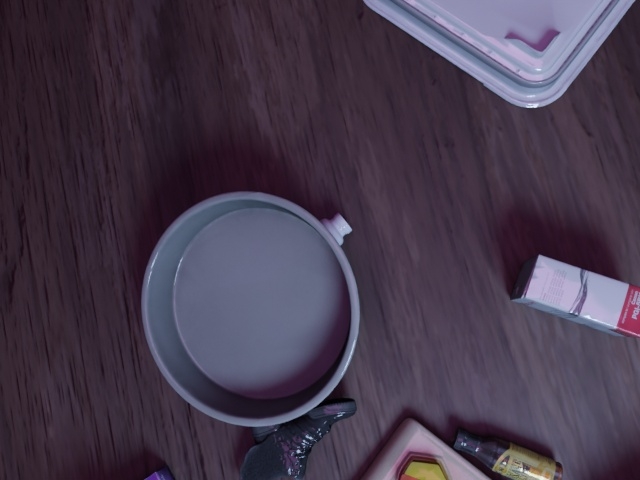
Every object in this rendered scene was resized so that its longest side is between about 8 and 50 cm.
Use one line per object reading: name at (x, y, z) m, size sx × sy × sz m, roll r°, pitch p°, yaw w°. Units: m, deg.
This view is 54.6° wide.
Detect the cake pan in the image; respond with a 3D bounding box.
cake pan at (-0.087, 0.084, 0.789) m, size 0.293 × 0.054 × 0.293 m, roll 1°, pitch 92°, yaw 17°

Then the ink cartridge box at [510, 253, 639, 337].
ink cartridge box at (0.307, 0.066, 0.738) m, size 0.135 × 0.099 × 0.056 m, roll 19°, pitch 86°, yaw 9°

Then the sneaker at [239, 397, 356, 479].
sneaker at (-0.028, 0.260, 0.789) m, size 0.170 × 0.051 × 0.089 m, roll -15°, pitch 81°, yaw 11°

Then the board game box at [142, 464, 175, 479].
board game box at (-0.199, 0.495, 0.786) m, size 0.208 × 0.056 × 0.346 m, roll -34°, pitch 79°, yaw -1°

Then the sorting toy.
sorting toy at (0.128, 0.348, 0.733) m, size 0.208 × 0.038 × 0.193 m, roll 35°, pitch 87°, yaw 25°

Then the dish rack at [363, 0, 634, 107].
dish rack at (0.242, -0.370, 0.819) m, size 0.333 × 0.072 × 0.285 m, roll 38°, pitch 90°, yaw 12°

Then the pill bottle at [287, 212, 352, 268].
pill bottle at (0.000, 0.000, 0.819) m, size 0.083 × 0.043 × 0.043 m, roll -38°, pitch 79°, yaw 2°

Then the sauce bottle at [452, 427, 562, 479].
sauce bottle at (0.226, 0.266, 0.755) m, size 0.128 × 0.042 × 0.042 m, roll 18°, pitch 86°, yaw 11°
